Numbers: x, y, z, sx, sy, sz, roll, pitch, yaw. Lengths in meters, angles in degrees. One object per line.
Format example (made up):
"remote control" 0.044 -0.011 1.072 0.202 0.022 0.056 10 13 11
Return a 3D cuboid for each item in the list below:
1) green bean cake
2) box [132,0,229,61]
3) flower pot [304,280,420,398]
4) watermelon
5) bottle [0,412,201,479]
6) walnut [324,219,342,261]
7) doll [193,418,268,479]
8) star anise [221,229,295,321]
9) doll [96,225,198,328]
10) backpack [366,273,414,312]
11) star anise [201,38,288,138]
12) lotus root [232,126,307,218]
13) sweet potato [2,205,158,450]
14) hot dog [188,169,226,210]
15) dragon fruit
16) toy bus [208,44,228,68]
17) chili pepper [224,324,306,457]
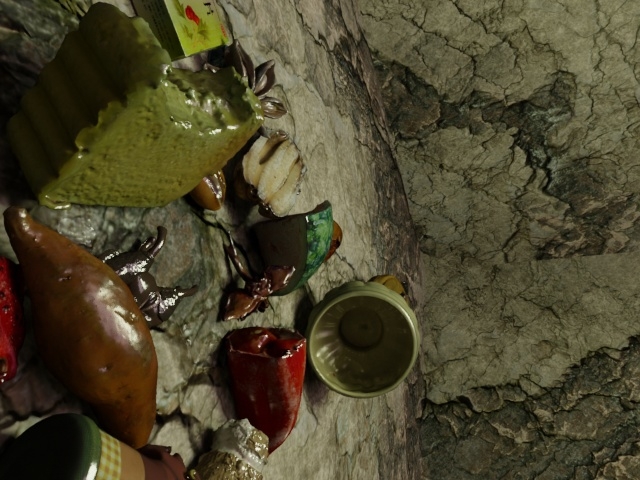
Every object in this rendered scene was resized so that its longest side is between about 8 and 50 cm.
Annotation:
"green bean cake" -0.213 -0.148 0.543 0.124 0.233 0.236 57 18 11
"box" -0.257 -0.448 0.752 0.175 0.062 0.260 -64 141 -56
"flower pot" 0.114 0.254 1.219 0.244 0.307 0.307 -39 121 -82
"watermelon" -0.054 -0.004 1.034 0.176 0.256 0.260 40 28 11
"bottle" -0.210 0.297 0.496 0.143 0.156 0.271 -84 152 -42
"walnut" 0.000 0.000 1.227 0.207 0.115 0.116 -39 120 -67
"doll" -0.151 0.382 0.698 0.221 0.105 0.115 -58 144 -62
"star anise" -0.153 0.077 0.888 0.140 0.144 0.158 -56 161 19
"doll" -0.251 0.065 0.612 0.165 0.057 0.139 -55 136 -49
"backpack" 0.239 0.291 1.643 0.378 0.201 0.353 -67 149 -48
"star anise" -0.156 -0.285 0.871 0.212 0.073 0.197 -25 122 -38
"lotus root" -0.117 -0.158 1.010 0.167 0.078 0.329 57 25 -19
"sweet potato" -0.247 0.121 0.505 0.112 0.112 0.359 -63 143 -56
"hot dog" -0.205 -0.119 0.787 0.090 0.060 0.140 -67 141 -61
"dragon fruit" -0.312 0.073 0.428 0.097 0.063 0.131 13 72 -68
"toy bus" -0.176 -0.352 0.960 0.166 0.047 0.065 23 59 -68
"chili pepper" -0.094 0.290 0.837 0.136 0.144 0.253 -158 -118 -70
